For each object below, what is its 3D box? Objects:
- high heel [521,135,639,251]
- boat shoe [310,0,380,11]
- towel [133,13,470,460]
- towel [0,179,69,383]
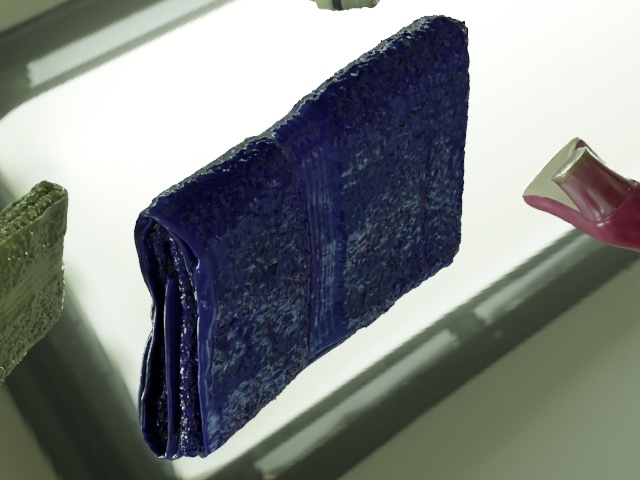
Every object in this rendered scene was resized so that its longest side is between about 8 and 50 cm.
[{"bbox_3d":[0.255,-0.033,1.609,0.117,0.244,0.082,43,-94,-2],"label":"high heel"},{"bbox_3d":[0.032,-0.386,1.105,0.156,0.187,0.500,16,-103,7],"label":"boat shoe"},{"bbox_3d":[0.000,0.000,1.214,0.076,0.228,0.308,31,-131,25],"label":"towel"},{"bbox_3d":[-0.201,0.032,1.161,0.027,0.110,0.148,11,-154,12],"label":"towel"}]
